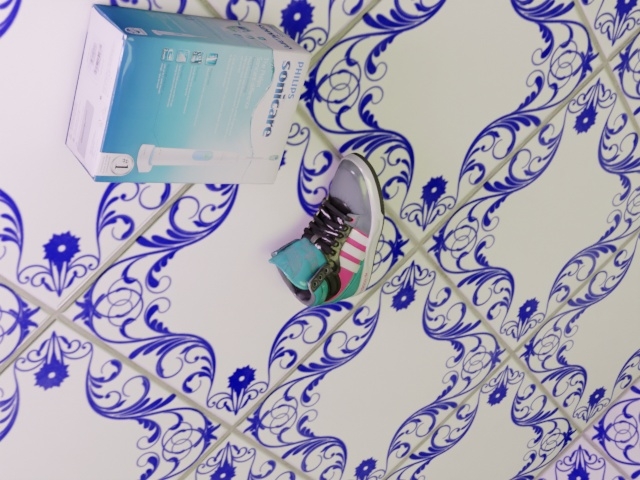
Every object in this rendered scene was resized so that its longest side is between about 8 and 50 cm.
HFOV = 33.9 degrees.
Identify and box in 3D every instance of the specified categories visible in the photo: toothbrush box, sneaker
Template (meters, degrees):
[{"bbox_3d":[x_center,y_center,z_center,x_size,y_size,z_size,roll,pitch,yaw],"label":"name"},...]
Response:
[{"bbox_3d":[-0.186,-0.200,1.489,0.296,0.126,0.216,-2,122,-34],"label":"toothbrush box"},{"bbox_3d":[0.000,0.000,1.785,0.178,0.124,0.295,-23,134,-33],"label":"sneaker"}]
